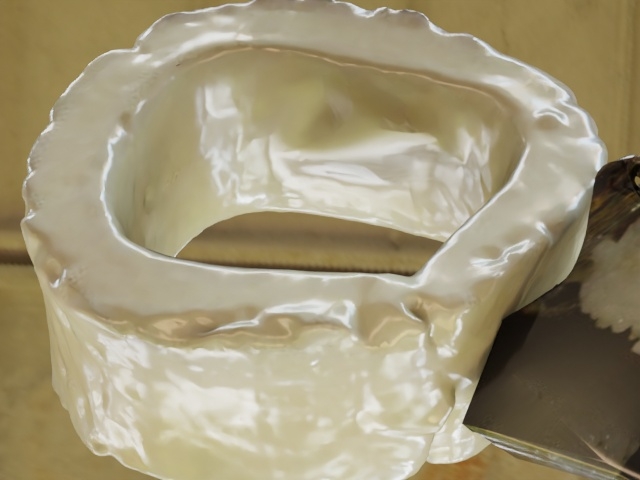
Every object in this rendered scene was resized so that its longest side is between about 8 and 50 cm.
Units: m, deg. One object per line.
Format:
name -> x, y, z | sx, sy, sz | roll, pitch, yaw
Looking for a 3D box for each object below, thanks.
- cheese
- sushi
cheese -> 0.000, 0.004, 1.150 | 0.332, 0.153, 0.292 | 5, -134, 11
sushi -> 0.202, 0.015, 1.064 | 0.134, 0.109, 0.273 | 23, -95, 26
